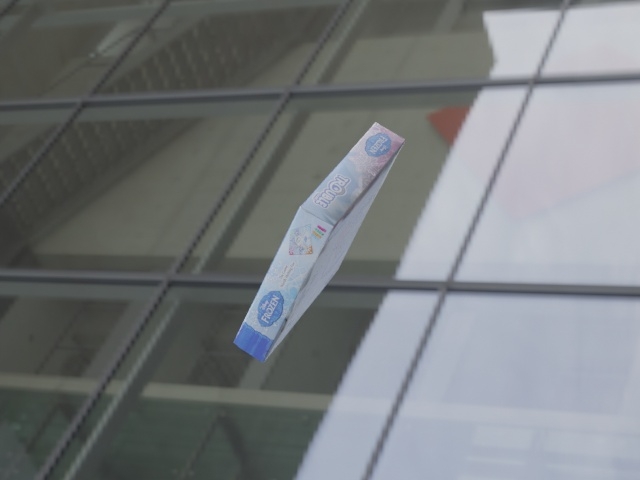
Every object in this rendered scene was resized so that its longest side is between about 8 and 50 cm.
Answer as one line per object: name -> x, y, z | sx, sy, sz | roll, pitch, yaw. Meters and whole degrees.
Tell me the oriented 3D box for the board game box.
board game box -> 0.000, 0.000, 0.627 | 0.090, 0.020, 0.090 | -50, -10, -52
